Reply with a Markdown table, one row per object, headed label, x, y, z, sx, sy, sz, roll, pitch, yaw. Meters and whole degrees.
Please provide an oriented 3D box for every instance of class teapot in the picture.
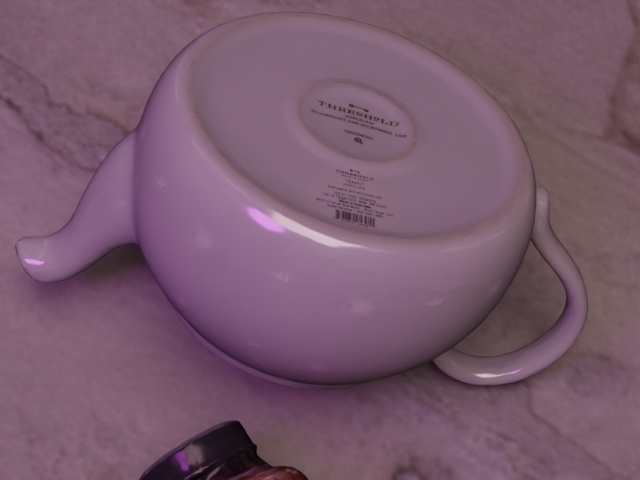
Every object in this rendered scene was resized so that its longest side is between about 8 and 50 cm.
| label | x | y | z | sx | sy | sz | roll | pitch | yaw |
| --- | --- | --- | --- | --- | --- | --- | --- | --- | --- |
| teapot | 0.000 | 0.000 | 1.136 | 0.252 | 0.187 | 0.256 | -25 | 56 | -41 |

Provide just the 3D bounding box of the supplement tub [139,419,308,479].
| label | x | y | z | sx | sy | sz | roll | pitch | yaw |
| --- | --- | --- | --- | --- | --- | --- | --- | --- | --- |
| supplement tub | -0.026 | 0.203 | 1.100 | 0.106 | 0.106 | 0.198 | -29 | 78 | -15 |
